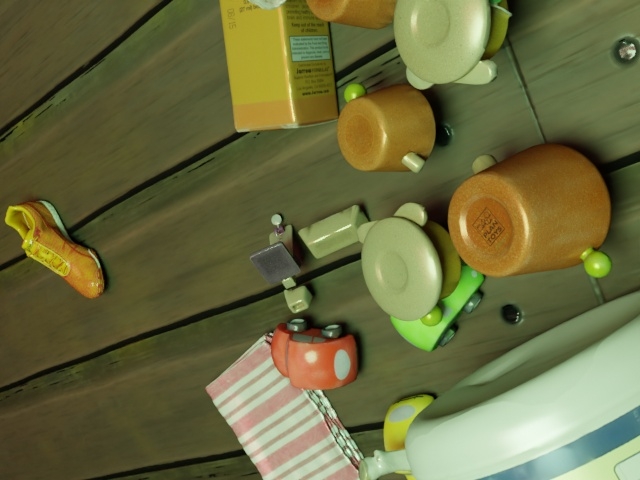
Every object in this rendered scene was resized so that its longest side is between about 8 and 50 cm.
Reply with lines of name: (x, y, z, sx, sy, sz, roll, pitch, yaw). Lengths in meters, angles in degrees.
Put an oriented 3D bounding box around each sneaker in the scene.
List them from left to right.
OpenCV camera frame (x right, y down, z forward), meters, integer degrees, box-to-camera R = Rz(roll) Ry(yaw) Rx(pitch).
sneaker: (-0.346, 0.017, 1.014, 0.175, 0.067, 0.064, 40, 121, 20)

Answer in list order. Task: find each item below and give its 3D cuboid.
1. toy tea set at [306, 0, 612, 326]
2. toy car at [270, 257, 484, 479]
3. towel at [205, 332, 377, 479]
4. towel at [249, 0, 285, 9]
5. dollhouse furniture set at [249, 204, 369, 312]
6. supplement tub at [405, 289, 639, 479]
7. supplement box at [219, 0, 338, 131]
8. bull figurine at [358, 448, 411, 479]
toy tea set: (0.107, -0.105, 0.620, 0.200, 0.124, 0.336, -13, 91, 51)
toy car: (0.069, 0.104, 0.722, 0.239, 0.053, 0.225, 38, 120, 17)
towel: (-0.040, 0.213, 0.859, 0.144, 0.029, 0.197, -44, 76, 37)
towel: (-0.152, -0.354, 0.539, 0.053, 0.317, 0.332, -33, 68, 6)
dollhouse furniture set: (0.000, 0.000, 0.781, 0.114, 0.081, 0.091, -24, 126, 14)
supplement tub: (0.229, 0.218, 0.524, 0.235, 0.235, 0.325, -35, 80, 38)
supplement box: (-0.043, -0.220, 0.712, 0.078, 0.080, 0.234, 2, 105, 36)
bull figurine: (0.117, 0.317, 0.695, 0.101, 0.188, 0.311, -143, 58, -70)
